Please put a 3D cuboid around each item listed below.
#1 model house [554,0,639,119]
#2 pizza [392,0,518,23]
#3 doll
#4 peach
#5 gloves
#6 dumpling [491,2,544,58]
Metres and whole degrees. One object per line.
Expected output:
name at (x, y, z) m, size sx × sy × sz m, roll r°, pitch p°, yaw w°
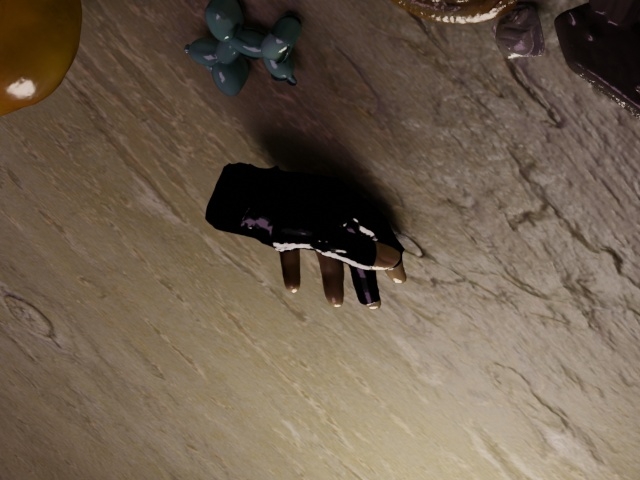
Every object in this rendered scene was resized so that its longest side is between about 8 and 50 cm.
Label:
model house at (0.377, -0.223, 1.888) m, size 0.229 × 0.122 × 0.188 m, roll 41°, pitch 144°, yaw 9°
pizza at (0.149, -0.334, 2.002) m, size 0.181 × 0.034 × 0.262 m, roll 21°, pitch 145°, yaw 12°
doll at (-0.102, -0.243, 2.273) m, size 0.159 × 0.059 × 0.158 m, roll 18°, pitch 144°, yaw 13°
peach at (-0.446, -0.313, 2.236) m, size 0.289 × 0.289 × 0.308 m, roll 1°, pitch 141°, yaw 34°
gloves at (-0.001, -0.008, 2.427) m, size 0.301 × 0.152 × 0.197 m, roll 41°, pitch 165°, yaw -28°
dumpling at (0.225, -0.239, 2.052) m, size 0.052 × 0.076 × 0.057 m, roll -16°, pitch 113°, yaw 2°
